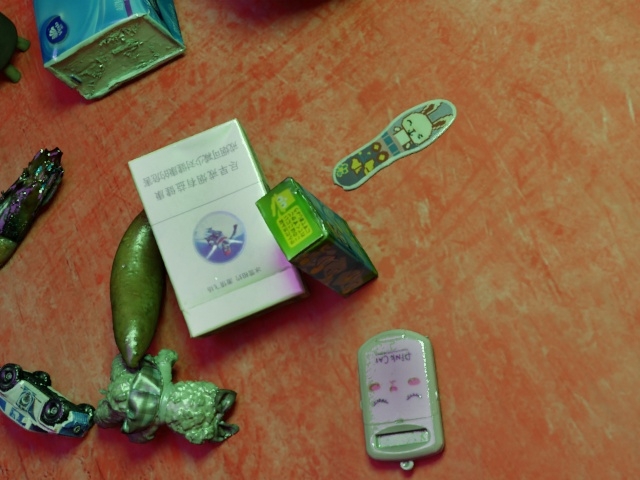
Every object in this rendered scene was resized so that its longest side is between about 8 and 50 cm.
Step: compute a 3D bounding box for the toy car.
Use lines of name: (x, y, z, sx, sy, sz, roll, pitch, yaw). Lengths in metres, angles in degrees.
toy car: (-0.408, 0.234, 1.265, 0.171, 0.080, 0.070, 26, 84, 27)

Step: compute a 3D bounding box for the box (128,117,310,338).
box: (-0.136, -0.015, 1.189, 0.164, 0.069, 0.256, -22, 82, 2)

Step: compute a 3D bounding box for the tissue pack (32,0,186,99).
tissue pack: (-0.352, -0.393, 1.416, 0.198, 0.146, 0.263, -24, 65, 15)

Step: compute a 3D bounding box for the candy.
candy: (0.000, 0.000, 1.108, 0.062, 0.194, 0.097, -36, 63, 9)

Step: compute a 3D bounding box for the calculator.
calculator: (0.099, 0.197, 1.092, 0.100, 0.032, 0.174, -12, 69, 19)

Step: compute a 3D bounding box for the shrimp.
shrimp: (-0.540, -0.073, 1.439, 0.290, 0.054, 0.222, -44, 62, 8)

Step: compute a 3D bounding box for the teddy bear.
teddy bear: (-0.222, 0.210, 1.179, 0.213, 0.111, 0.133, 8, 80, 26)

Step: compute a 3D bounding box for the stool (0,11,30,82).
stool: (-0.587, -0.360, 1.517, 0.125, 0.121, 0.217, -28, 66, 14)

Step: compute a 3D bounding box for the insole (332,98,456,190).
insole: (0.100, -0.135, 1.220, 0.197, 0.004, 0.065, -32, 64, 10)

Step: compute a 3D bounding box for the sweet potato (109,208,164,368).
sweet potato: (-0.244, 0.028, 1.266, 0.108, 0.079, 0.346, -3, 58, 30)
